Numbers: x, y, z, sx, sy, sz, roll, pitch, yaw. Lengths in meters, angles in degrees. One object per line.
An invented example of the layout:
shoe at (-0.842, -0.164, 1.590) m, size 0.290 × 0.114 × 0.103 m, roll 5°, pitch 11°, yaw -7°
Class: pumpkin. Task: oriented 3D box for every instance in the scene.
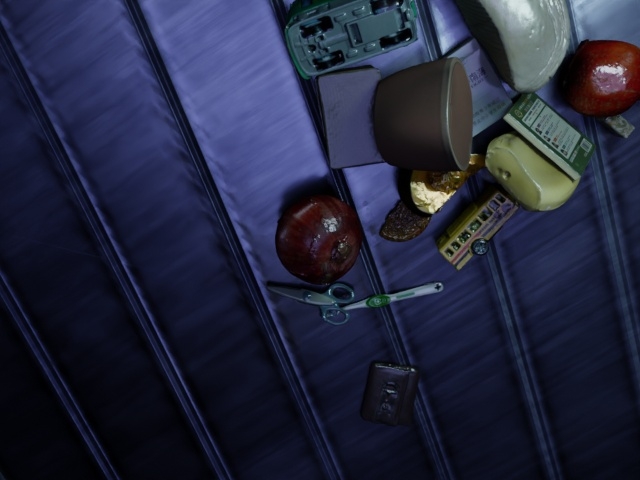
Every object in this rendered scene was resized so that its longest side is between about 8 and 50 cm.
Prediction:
pumpkin at (0.372, -0.160, 1.861) m, size 0.280 × 0.139 × 0.190 m, roll 2°, pitch 89°, yaw 0°

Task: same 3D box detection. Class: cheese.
cheese at (0.632, -0.217, 1.798) m, size 0.260 × 0.315 × 0.128 m, roll 58°, pitch 140°, yaw 10°

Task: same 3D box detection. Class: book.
book at (0.654, -0.307, 1.776) m, size 0.264 × 0.202 × 0.027 m, roll 42°, pitch 138°, yaw 3°

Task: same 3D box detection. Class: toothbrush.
toothbrush at (0.199, 0.196, 2.059) m, size 0.417 × 0.040 × 0.042 m, roll -13°, pitch 94°, yaw -1°

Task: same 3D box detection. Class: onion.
onion at (0.000, 0.000, 1.870) m, size 0.276 × 0.276 × 0.276 m, roll 0°, pitch 110°, yaw -1°

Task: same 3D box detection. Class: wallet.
wallet at (0.244, 0.533, 2.171) m, size 0.181 × 0.049 × 0.229 m, roll 8°, pitch 108°, yaw -1°

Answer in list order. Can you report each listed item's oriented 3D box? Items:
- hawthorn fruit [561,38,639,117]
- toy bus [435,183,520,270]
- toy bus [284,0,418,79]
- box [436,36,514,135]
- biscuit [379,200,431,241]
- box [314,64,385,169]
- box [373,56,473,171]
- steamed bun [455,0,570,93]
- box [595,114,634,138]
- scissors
hawthorn fruit at (0.808, -0.449, 1.751) m, size 0.249 × 0.215 × 0.215 m, roll 1°, pitch 110°, yaw 11°
toy bus at (0.505, -0.064, 1.928) m, size 0.123 × 0.121 × 0.335 m, roll 39°, pitch 105°, yaw -6°
toy bus at (0.076, -0.591, 1.675) m, size 0.343 × 0.199 × 0.184 m, roll -16°, pitch 134°, yaw 9°
box at (0.436, -0.444, 1.818) m, size 0.155 × 0.067 × 0.243 m, roll -33°, pitch 107°, yaw 8°
biscuit at (0.283, -0.072, 1.967) m, size 0.126 × 0.025 × 0.206 m, roll 31°, pitch 106°, yaw -12°
box at (0.090, -0.353, 1.802) m, size 0.184 × 0.143 × 0.273 m, roll -9°, pitch 108°, yaw 2°
box at (0.281, -0.326, 1.697) m, size 0.216 × 0.301 × 0.301 m, roll -3°, pitch 112°, yaw 26°
steamed bun at (0.533, -0.602, 1.667) m, size 0.236 × 0.247 × 0.384 m, roll -31°, pitch 106°, yaw 12°
box at (0.876, -0.349, 1.864) m, size 0.098 × 0.062 × 0.045 m, roll 36°, pitch 100°, yaw -11°
scissors at (-0.035, 0.184, 2.029) m, size 0.289 × 0.041 × 0.138 m, roll 14°, pitch 77°, yaw 1°
